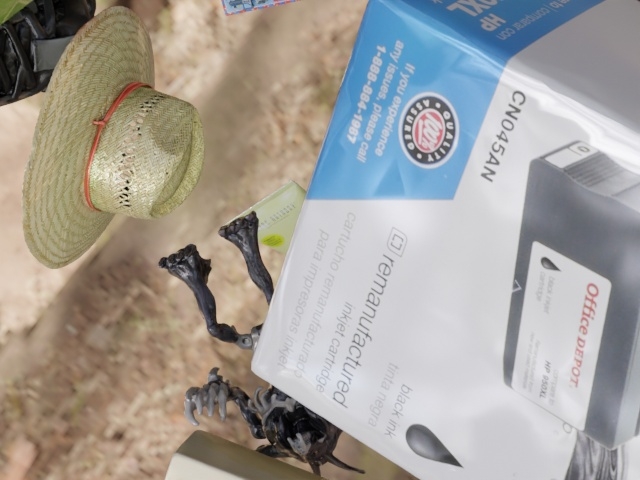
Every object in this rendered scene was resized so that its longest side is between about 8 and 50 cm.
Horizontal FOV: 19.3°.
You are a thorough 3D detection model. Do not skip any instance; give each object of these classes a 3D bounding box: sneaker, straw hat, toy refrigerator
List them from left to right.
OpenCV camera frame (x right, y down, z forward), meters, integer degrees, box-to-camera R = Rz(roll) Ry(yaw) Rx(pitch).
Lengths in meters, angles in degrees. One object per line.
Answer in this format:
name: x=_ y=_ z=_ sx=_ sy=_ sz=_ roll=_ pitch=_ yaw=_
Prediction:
sneaker: x=-0.220 y=-0.129 z=1.201 sx=0.146 sy=0.102 sz=0.293 roll=10 pitch=26 yaw=7
straw hat: x=-0.095 y=-0.046 z=0.987 sx=0.061 sy=0.144 sz=0.144 roll=17 pitch=73 yaw=19
toy refrigerator: x=-0.013 y=0.271 z=1.702 sx=0.269 sy=0.094 sz=0.102 roll=20 pitch=102 yaw=7

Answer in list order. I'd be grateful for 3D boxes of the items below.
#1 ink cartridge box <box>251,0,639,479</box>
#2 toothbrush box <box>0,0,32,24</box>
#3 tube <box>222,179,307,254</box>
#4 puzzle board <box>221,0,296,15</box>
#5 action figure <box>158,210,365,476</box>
ink cartridge box: x=0.189 y=0.040 z=1.108 sx=0.395 sy=0.166 sz=0.285 roll=31 pitch=123 yaw=20
toothbrush box: x=-0.179 y=-0.249 z=1.044 sx=0.122 sy=0.283 sz=0.206 roll=22 pitch=117 yaw=4
tube: x=0.000 y=0.000 z=2.008 sx=0.062 sy=0.240 sz=0.070 roll=21 pitch=84 yaw=39
puzzle board: x=-0.049 y=-0.287 z=1.969 sx=0.128 sy=0.096 sz=0.011 roll=-12 pitch=39 yaw=5
action figure: x=-0.053 y=0.121 z=1.765 sx=0.164 sy=0.141 sz=0.275 roll=-27 pitch=93 yaw=19
